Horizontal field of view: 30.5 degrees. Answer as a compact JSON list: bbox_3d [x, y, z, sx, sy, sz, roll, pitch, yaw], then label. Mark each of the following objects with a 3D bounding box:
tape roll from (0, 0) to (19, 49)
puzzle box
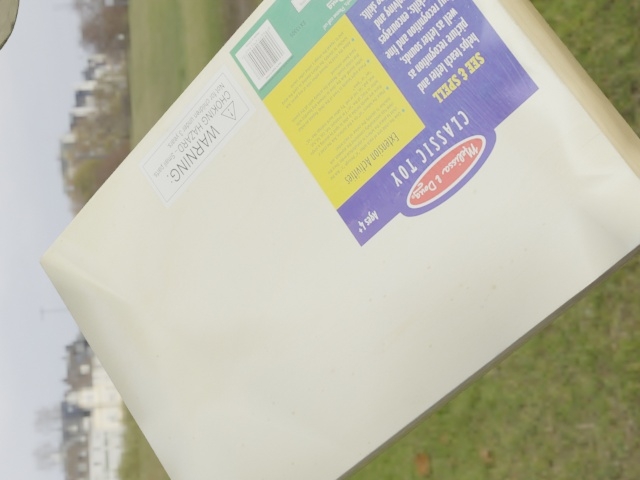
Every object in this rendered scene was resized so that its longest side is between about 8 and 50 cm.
[{"bbox_3d":[-0.539,-0.419,1.574,0.392,0.072,0.392,-10,-90,-72],"label":"tape roll"},{"bbox_3d":[0.000,0.000,0.769,0.409,0.052,0.272,-43,72,31],"label":"puzzle box"}]
